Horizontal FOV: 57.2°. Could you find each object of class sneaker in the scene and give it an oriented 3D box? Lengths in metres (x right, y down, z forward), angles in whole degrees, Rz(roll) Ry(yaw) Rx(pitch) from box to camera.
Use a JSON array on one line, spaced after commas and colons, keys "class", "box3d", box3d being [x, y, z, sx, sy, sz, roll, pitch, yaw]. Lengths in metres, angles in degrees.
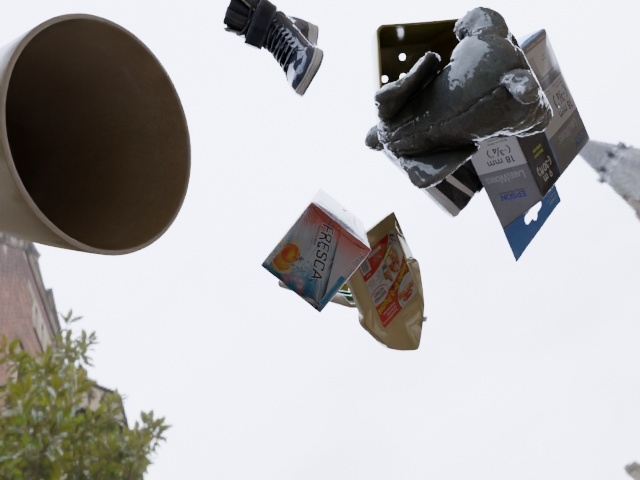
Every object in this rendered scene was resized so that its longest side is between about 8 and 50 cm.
[{"class": "sneaker", "box3d": [-0.082, -0.326, 0.963, 0.163, 0.226, 0.086, 22, -57, -21]}, {"class": "sneaker", "box3d": [0.201, -0.155, 1.043, 0.217, 0.079, 0.121, 45, -89, -5]}]

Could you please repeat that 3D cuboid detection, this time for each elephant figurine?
[{"class": "elephant figurine", "box3d": [0.137, -0.143, 0.703, 0.239, 0.170, 0.186, -27, -27, 25]}]

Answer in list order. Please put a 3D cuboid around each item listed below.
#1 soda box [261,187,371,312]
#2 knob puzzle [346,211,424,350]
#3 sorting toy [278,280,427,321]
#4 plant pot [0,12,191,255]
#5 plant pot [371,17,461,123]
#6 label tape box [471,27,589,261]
[{"class": "soda box", "box3d": [0.000, 0.000, 0.505, 0.058, 0.183, 0.063, 39, -82, -3]}, {"class": "knob puzzle", "box3d": [0.097, 0.076, 0.859, 0.029, 0.213, 0.213, -15, -41, 37]}, {"class": "sorting toy", "box3d": [0.042, 0.096, 1.148, 0.195, 0.347, 0.047, 13, -92, -48]}, {"class": "plant pot", "box3d": [-0.342, -0.105, 0.698, 0.273, 0.257, 0.257, -3, -46, 29]}, {"class": "plant pot", "box3d": [0.203, -0.348, 1.252, 0.212, 0.187, 0.213, -8, -74, -9]}, {"class": "label tape box", "box3d": [0.372, -0.169, 1.037, 0.240, 0.105, 0.334, -41, -71, -38]}]
